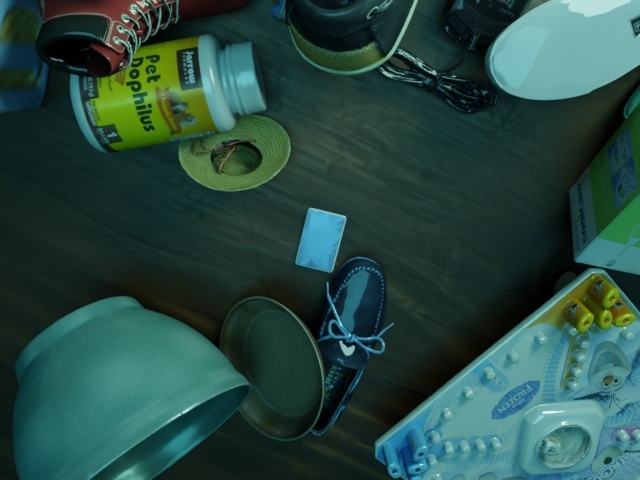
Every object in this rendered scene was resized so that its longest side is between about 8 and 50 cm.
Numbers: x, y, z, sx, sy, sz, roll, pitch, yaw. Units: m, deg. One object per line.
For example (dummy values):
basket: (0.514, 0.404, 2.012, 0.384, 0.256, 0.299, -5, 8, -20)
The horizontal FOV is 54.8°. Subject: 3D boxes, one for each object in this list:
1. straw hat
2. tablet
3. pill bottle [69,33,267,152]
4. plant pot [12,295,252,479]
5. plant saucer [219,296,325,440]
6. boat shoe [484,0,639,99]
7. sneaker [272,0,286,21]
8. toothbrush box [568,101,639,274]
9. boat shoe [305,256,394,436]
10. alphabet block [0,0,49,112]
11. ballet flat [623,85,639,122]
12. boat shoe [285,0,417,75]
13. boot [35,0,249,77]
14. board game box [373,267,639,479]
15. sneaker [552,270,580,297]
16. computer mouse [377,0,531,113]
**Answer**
straw hat: (-0.106, -0.098, 0.794, 0.144, 0.145, 0.061, -2, 143, 2)
tablet: (0.000, 0.000, 0.851, 0.054, 0.006, 0.083, 14, 104, -2)
pill bottle: (-0.178, -0.180, 0.748, 0.214, 0.117, 0.117, -10, 105, 4)
plant pot: (-0.263, 0.198, 0.790, 0.293, 0.293, 0.196, -42, 74, 11)
plant saucer: (-0.061, 0.170, 0.841, 0.198, 0.036, 0.199, 10, 106, 40)
boat shoe: (0.329, -0.252, 0.724, 0.306, 0.105, 0.113, -26, 105, 1)
sneaker: (-0.038, -0.330, 0.740, 0.058, 0.052, 0.135, 3, 104, 7)
toothbrush box: (0.441, -0.072, 0.686, 0.206, 0.122, 0.283, 11, 146, -1)
boat shoe: (0.040, 0.154, 0.849, 0.109, 0.089, 0.258, 10, 106, -2)
alphabet block: (-0.433, -0.263, 0.695, 0.197, 0.192, 0.194, 16, 103, -4)
ballet flat: (0.524, -0.232, 0.739, 0.124, 0.116, 0.342, 36, 100, -28)
boat shoe: (0.076, -0.426, 0.630, 0.186, 0.156, 0.500, 18, 95, 9)
boot: (-0.183, -0.245, 0.683, 0.244, 0.176, 0.088, -8, 144, -14)
board game box: (0.340, 0.287, 0.861, 0.390, 0.050, 0.390, -43, 112, 11)
sneaker: (0.349, 0.123, 0.853, 0.064, 0.061, 0.158, 10, 106, -8)
computer mouse: (0.167, -0.299, 0.742, 0.184, 0.060, 0.262, 16, 117, -7)
